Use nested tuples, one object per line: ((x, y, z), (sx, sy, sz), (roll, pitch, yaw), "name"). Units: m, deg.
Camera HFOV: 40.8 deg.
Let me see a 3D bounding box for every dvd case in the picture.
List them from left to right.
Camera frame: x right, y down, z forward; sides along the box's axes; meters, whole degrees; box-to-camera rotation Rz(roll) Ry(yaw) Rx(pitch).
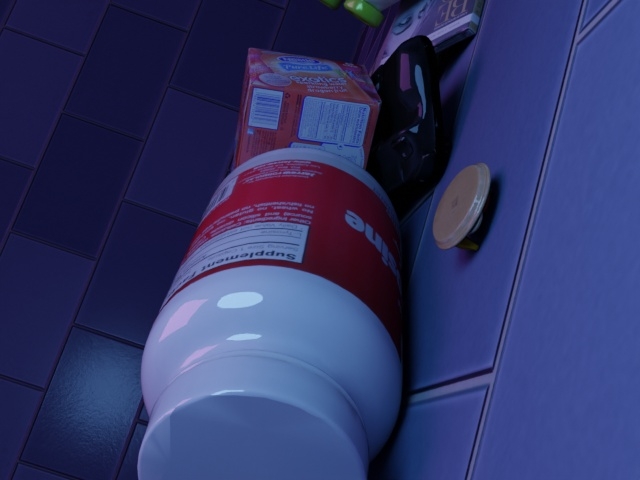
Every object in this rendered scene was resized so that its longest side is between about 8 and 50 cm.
((0.157, -0.326, 1.109), (0.164, 0.018, 0.221), (-16, 51, 52), "dvd case")

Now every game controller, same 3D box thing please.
((0.084, -0.128, 1.053), (0.319, 0.067, 0.167), (149, 126, -76), "game controller")

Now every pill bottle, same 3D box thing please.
((-0.036, 0.086, 0.815), (0.408, 0.229, 0.229), (-80, 11, -62), "pill bottle")

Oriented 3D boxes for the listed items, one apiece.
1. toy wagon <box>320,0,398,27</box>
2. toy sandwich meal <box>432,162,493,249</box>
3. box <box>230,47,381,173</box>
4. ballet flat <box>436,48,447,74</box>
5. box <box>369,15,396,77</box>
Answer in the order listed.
((0.111, -0.413, 1.130), (0.267, 0.068, 0.344), (-57, 36, 8), "toy wagon")
((0.120, -0.025, 0.700), (0.086, 0.029, 0.086), (-57, 17, 28), "toy sandwich meal")
((-0.035, -0.065, 1.058), (0.142, 0.154, 0.300), (-99, 17, -60), "box")
((0.128, -0.203, 1.195), (0.067, 0.073, 0.206), (-21, -41, -60), "ballet flat")
((0.116, -0.280, 1.547), (0.244, 0.060, 0.101), (117, 171, -60), "box")
